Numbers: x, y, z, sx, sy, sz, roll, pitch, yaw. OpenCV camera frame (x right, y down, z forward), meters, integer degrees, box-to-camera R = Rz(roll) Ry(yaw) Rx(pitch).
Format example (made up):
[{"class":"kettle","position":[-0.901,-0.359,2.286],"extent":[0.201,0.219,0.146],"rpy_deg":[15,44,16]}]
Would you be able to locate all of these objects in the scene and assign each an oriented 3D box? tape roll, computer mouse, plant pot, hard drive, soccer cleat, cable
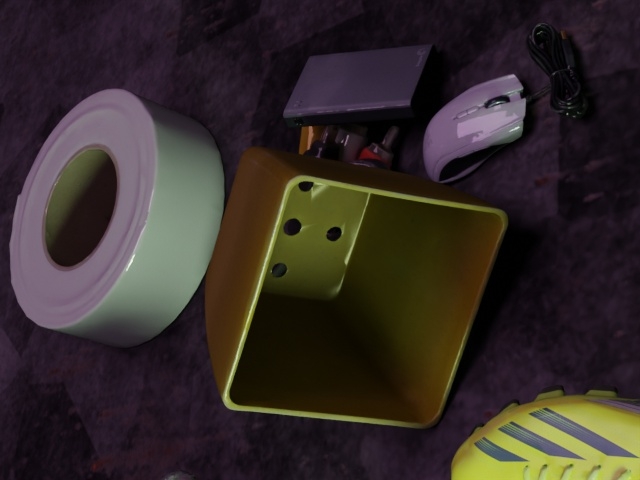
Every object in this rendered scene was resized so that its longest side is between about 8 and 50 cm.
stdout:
[{"class":"tape roll","position":[-0.236,-0.025,1.839],"extent":[0.286,0.100,0.286],"rpy_deg":[-22,59,42]},{"class":"computer mouse","position":[0.154,-0.115,1.469],"extent":[0.193,0.042,0.106],"rpy_deg":[-35,51,35]},{"class":"plant pot","position":[0.005,0.022,1.439],"extent":[0.187,0.212,0.212],"rpy_deg":[46,123,58]},{"class":"hard drive","position":[0.040,-0.149,1.570],"extent":[0.135,0.022,0.094],"rpy_deg":[-2,43,26]},{"class":"soccer cleat","position":[0.219,0.171,1.181],"extent":[0.289,0.093,0.121],"rpy_deg":[-12,45,30]},{"class":"cable","position":[0.000,0.000,1.612],"extent":[0.139,0.072,0.287],"rpy_deg":[30,111,34]}]

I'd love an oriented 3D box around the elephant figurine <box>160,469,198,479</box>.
[{"class":"elephant figurine","position":[-0.081,0.335,1.472],"extent":[0.239,0.186,0.169],"rpy_deg":[29,134,26]}]
